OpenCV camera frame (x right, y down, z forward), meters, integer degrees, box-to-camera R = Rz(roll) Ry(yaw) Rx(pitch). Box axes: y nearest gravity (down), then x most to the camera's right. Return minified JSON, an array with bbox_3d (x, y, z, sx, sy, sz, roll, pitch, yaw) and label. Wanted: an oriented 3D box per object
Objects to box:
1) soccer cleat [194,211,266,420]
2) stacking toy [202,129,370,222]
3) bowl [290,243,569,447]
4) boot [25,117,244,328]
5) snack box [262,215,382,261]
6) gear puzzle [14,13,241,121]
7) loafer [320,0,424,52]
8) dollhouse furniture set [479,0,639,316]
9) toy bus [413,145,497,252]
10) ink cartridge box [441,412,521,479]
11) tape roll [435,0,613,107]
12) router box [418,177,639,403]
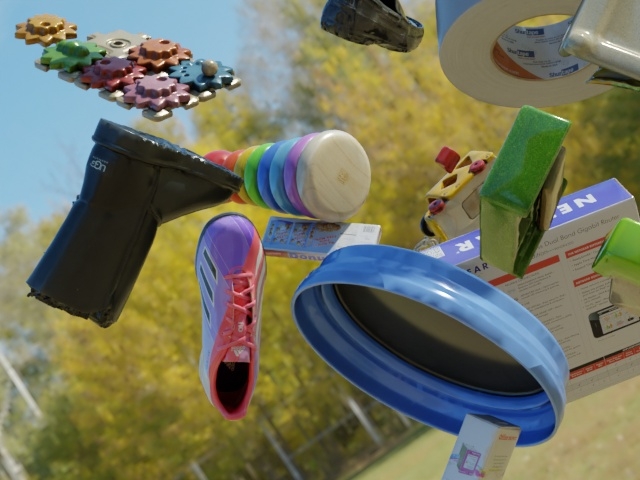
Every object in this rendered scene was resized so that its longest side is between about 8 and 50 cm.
[{"bbox_3d":[-0.127,0.113,2.048,0.108,0.318,0.116,-3,27,-14],"label":"soccer cleat"},{"bbox_3d":[-0.078,-0.099,2.207,0.141,0.141,0.330,-29,20,-38],"label":"stacking toy"},{"bbox_3d":[0.150,0.140,1.859,0.077,0.391,0.391,-60,4,-24],"label":"bowl"},{"bbox_3d":[-0.201,-0.010,1.506,0.246,0.094,0.207,16,-80,-63],"label":"boot"},{"bbox_3d":[0.000,0.000,2.113,0.022,0.178,0.064,70,-150,-52],"label":"snack box"},{"bbox_3d":[-0.271,-0.251,1.837,0.175,0.339,0.044,-30,-46,-42],"label":"gear puzzle"},{"bbox_3d":[0.077,-0.286,1.763,0.223,0.076,0.078,-4,-60,-61],"label":"loafer"},{"bbox_3d":[0.279,-0.097,1.130,0.301,0.197,0.151,-62,-16,-13],"label":"dollhouse furniture set"},{"bbox_3d":[0.223,-0.055,2.282,0.202,0.191,0.104,5,4,-28],"label":"toy bus"},{"bbox_3d":[0.203,0.286,1.788,0.088,0.052,0.122,18,-85,-62],"label":"ink cartridge box"},{"bbox_3d":[0.227,-0.223,1.415,0.219,0.072,0.219,-1,-29,-1],"label":"tape roll"},{"bbox_3d":[0.341,0.104,2.107,0.335,0.301,0.082,-20,25,-2],"label":"router box"}]
